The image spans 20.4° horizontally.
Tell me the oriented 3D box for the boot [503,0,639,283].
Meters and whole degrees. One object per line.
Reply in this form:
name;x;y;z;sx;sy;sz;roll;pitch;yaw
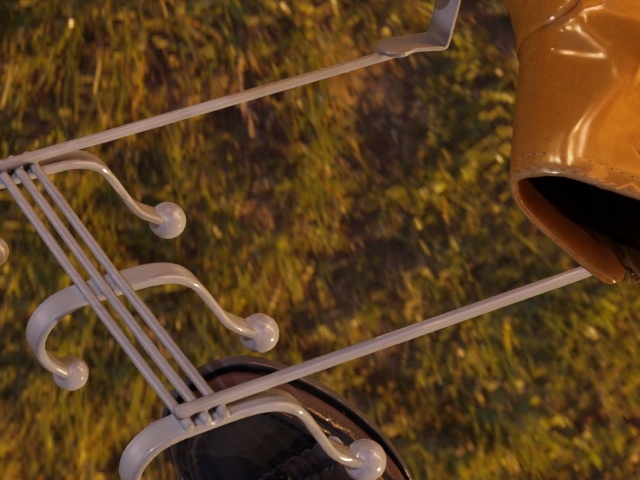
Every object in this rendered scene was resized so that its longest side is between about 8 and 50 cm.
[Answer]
boot;0.101;-0.101;0.709;0.295;0.211;0.104;30;141;-4

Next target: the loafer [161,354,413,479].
loafer;0.021;0.186;0.971;0.109;0.095;0.302;-32;123;4

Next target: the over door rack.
over door rack;0.000;0.000;0.934;0.324;0.239;0.108;-27;137;-17
